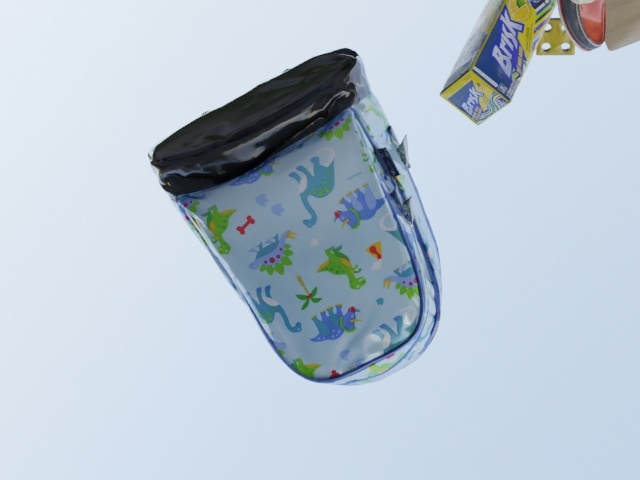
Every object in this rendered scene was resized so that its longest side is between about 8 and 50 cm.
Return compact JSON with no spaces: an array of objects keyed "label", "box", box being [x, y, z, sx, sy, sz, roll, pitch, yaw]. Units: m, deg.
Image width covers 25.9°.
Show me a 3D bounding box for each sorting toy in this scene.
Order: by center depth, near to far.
[{"label":"sorting toy","box":[0.367,-0.305,1.629,0.275,0.132,0.046,-21,-154,18]}]

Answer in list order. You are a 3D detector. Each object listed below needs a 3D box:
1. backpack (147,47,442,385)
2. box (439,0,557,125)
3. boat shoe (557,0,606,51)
[{"label":"backpack","box":[0.000,0.000,1.653,0.290,0.355,0.273,-25,-156,3]},{"label":"box","box":[0.182,-0.198,1.404,0.059,0.054,0.169,-36,-159,53]},{"label":"boat shoe","box":[0.243,-0.241,1.270,0.049,0.137,0.043,-17,-169,-40]}]
